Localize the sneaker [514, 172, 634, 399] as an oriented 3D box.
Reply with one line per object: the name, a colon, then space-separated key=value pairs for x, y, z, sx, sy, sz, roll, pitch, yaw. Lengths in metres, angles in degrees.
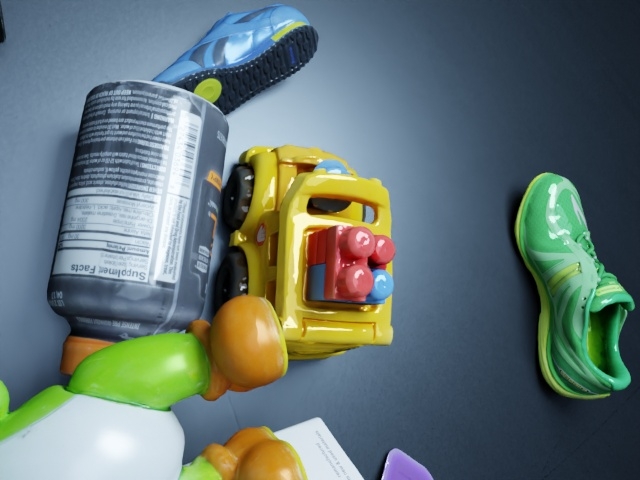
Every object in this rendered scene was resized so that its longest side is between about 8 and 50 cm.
sneaker: x=0.337 y=0.053 z=0.738 sx=0.110 sy=0.123 sz=0.295 roll=-6 pitch=83 yaw=-26

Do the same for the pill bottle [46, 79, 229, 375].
pill bottle: x=-0.160 y=-0.002 z=0.505 sx=0.131 sy=0.130 sz=0.245 roll=12 pitch=77 yaw=-24

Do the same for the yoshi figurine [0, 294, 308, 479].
yoshi figurine: x=-0.184 y=0.140 z=0.314 sx=0.362 sy=0.203 sz=0.203 roll=-10 pitch=130 yaw=-20

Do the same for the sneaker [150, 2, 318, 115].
sneaker: x=-0.105 y=-0.190 z=0.610 sx=0.209 sy=0.069 sz=0.082 roll=-34 pitch=63 yaw=-18

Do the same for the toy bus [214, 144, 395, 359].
toy bus: x=0.000 y=0.000 z=0.538 sx=0.150 sy=0.211 sz=0.220 roll=7 pitch=76 yaw=-23

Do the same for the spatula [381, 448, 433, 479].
spatula: x=0.047 y=0.370 z=0.594 sx=0.084 sy=0.030 sz=0.296 roll=38 pitch=67 yaw=-18

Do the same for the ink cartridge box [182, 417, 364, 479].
ink cartridge box: x=-0.088 y=0.270 z=0.466 sx=0.237 sy=0.100 sz=0.171 roll=-11 pitch=122 yaw=-27

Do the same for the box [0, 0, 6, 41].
box: x=-0.368 y=-0.258 z=0.478 sx=0.147 sy=0.077 sz=0.180 roll=-17 pitch=89 yaw=-27
